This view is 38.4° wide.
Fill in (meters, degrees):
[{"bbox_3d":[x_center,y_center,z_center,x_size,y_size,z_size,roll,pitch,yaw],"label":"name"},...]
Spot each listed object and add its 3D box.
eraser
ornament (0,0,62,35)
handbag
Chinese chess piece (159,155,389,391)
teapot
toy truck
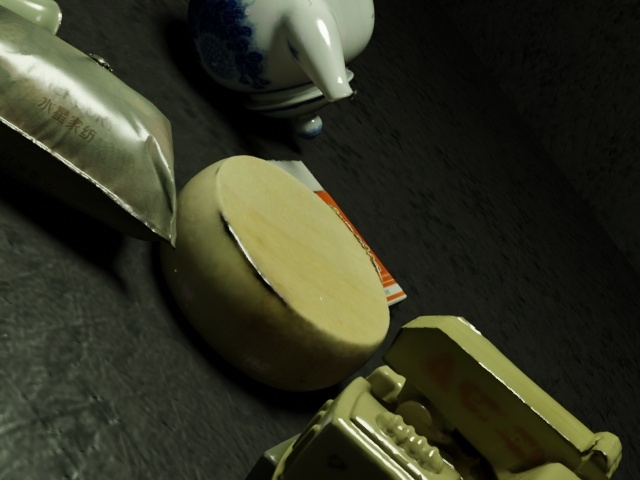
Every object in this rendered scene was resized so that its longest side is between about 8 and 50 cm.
[{"bbox_3d":[0.000,0.000,1.118,0.230,0.038,0.157,52,23,11],"label":"eraser"},{"bbox_3d":[-0.333,-0.235,0.877,0.075,0.081,0.156,21,0,38],"label":"ornament"},{"bbox_3d":[-0.229,-0.111,0.806,0.270,0.117,0.182,37,16,-22],"label":"handbag"},{"bbox_3d":[-0.043,0.033,0.913,0.251,0.097,0.250,38,25,-21],"label":"Chinese chess piece"},{"bbox_3d":[-0.046,-0.271,1.258,0.424,0.252,0.280,-137,-151,-65],"label":"teapot"},{"bbox_3d":[0.136,0.245,0.596,0.405,0.254,0.181,41,28,22],"label":"toy truck"}]
